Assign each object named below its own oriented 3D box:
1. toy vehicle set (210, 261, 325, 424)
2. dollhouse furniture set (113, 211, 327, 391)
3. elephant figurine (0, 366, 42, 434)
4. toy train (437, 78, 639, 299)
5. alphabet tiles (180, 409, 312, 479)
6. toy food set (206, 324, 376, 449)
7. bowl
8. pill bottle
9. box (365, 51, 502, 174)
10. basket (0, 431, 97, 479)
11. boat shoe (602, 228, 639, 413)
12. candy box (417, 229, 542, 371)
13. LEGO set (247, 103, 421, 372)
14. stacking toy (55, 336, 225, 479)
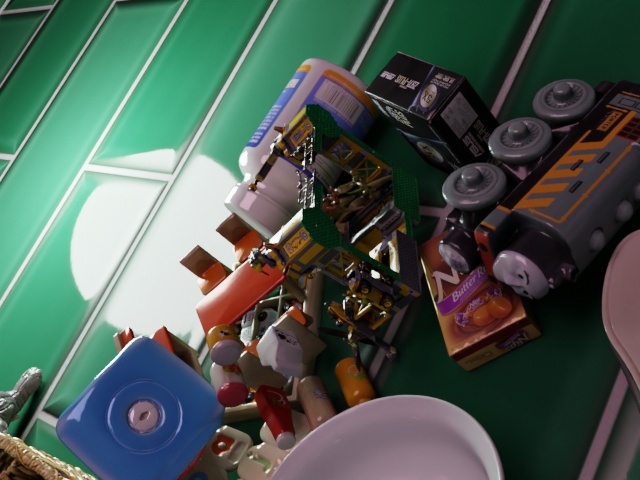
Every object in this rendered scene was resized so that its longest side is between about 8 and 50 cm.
[{"bbox_3d":[-0.078,0.134,1.352,0.166,0.035,0.267,-17,49,31],"label":"toy vehicle set"},{"bbox_3d":[-0.154,0.109,1.304,0.259,0.135,0.262,-41,41,8],"label":"dollhouse furniture set"},{"bbox_3d":[-0.596,0.323,1.553,0.239,0.169,0.186,-52,35,2],"label":"elephant figurine"},{"bbox_3d":[0.292,-0.068,1.078,0.334,0.142,0.190,-42,43,-20],"label":"toy train"},{"bbox_3d":[-0.071,0.345,1.139,0.277,0.021,0.284,13,56,34],"label":"alphabet tiles"},{"bbox_3d":[-0.042,0.192,1.144,0.111,0.232,0.104,-55,34,20],"label":"toy food set"},{"bbox_3d":[0.078,0.323,0.973,0.297,0.134,0.298,-23,33,16],"label":"bowl"},{"bbox_3d":[-0.034,-0.139,1.439,0.152,0.152,0.272,22,76,48],"label":"pill bottle"},{"bbox_3d":[0.171,-0.162,1.256,0.077,0.180,0.147,-50,41,-3],"label":"box"},{"bbox_3d":[-0.449,0.456,1.284,0.213,0.223,0.299,22,74,48],"label":"basket"},{"bbox_3d":[0.371,0.134,0.937,0.112,0.095,0.335,-22,42,23],"label":"boat shoe"},{"bbox_3d":[0.198,0.061,1.158,0.109,0.053,0.187,-31,42,19],"label":"candy box"},{"bbox_3d":[0.000,0.000,1.220,0.192,0.254,0.331,-43,37,32],"label":"LEGO set"},{"bbox_3d":[-0.239,0.274,1.247,0.165,0.302,0.175,39,66,7],"label":"stacking toy"}]
